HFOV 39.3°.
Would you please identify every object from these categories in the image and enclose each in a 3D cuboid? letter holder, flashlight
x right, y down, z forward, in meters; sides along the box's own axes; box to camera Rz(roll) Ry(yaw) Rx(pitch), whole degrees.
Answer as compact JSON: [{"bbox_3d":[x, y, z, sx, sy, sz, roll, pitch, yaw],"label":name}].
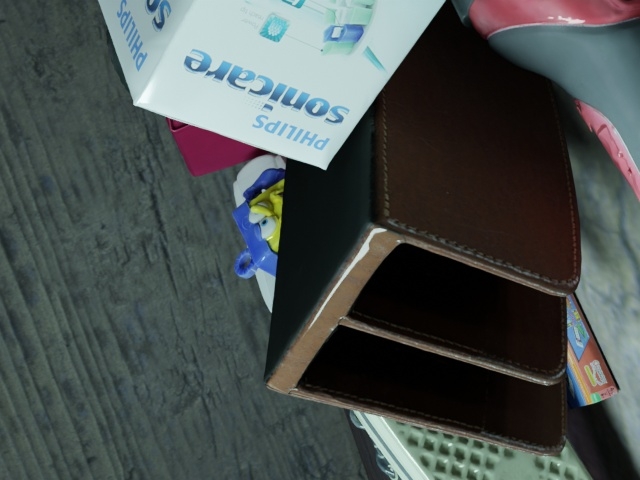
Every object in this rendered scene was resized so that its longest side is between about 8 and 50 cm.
[{"bbox_3d":[0.098,-0.037,0.595,0.301,0.214,0.152,-87,21,-44],"label":"letter holder"},{"bbox_3d":[0.164,-0.049,0.469,0.103,0.103,0.304,5,-120,-67],"label":"flashlight"}]

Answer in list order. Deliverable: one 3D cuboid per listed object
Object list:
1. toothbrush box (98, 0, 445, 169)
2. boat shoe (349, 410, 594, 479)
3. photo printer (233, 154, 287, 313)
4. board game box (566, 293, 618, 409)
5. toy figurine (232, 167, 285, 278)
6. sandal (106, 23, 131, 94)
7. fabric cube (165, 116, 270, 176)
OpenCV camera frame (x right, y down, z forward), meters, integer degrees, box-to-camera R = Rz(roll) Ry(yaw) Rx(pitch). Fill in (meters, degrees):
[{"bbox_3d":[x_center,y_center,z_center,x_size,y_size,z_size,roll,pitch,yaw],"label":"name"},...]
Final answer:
[{"bbox_3d":[-0.001,-0.222,0.462,0.295,0.126,0.216,-53,42,25],"label":"toothbrush box"},{"bbox_3d":[0.118,0.146,0.779,0.500,0.187,0.156,64,166,8],"label":"boat shoe"},{"bbox_3d":[0.008,0.032,1.369,0.307,0.107,0.256,32,-146,-55],"label":"photo printer"},{"bbox_3d":[0.175,0.018,0.816,0.145,0.027,0.281,94,155,-75],"label":"board game box"},{"bbox_3d":[0.000,0.000,1.078,0.191,0.217,0.362,42,-166,-45],"label":"toy figurine"},{"bbox_3d":[-0.179,-0.333,1.018,0.167,0.107,0.445,62,-151,-45],"label":"sandal"},{"bbox_3d":[-0.122,-0.272,1.276,0.258,0.254,0.259,105,143,-81],"label":"fabric cube"}]
